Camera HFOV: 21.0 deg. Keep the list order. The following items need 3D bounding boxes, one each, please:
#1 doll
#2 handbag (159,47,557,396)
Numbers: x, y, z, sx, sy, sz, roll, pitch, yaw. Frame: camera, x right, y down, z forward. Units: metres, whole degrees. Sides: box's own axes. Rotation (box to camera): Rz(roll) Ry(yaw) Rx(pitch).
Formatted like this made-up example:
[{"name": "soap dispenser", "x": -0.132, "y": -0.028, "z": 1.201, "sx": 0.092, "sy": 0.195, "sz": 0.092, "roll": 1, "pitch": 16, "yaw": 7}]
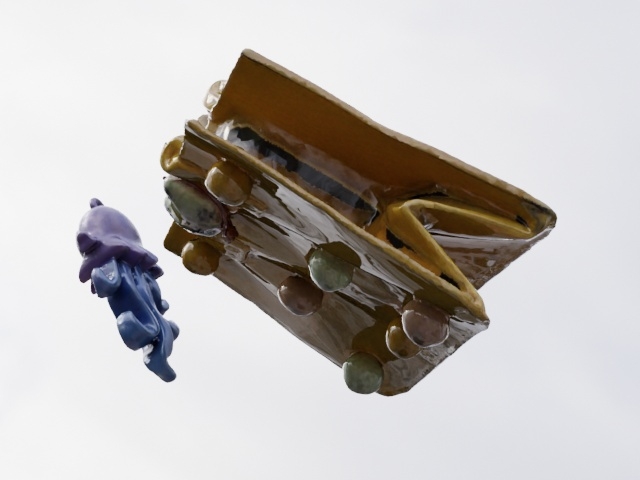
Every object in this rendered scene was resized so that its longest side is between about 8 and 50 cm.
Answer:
[{"name": "doll", "x": -0.175, "y": 0.041, "z": 1.567, "sx": 0.067, "sy": 0.206, "sz": 0.110, "roll": -34, "pitch": -33, "yaw": 14}, {"name": "handbag", "x": 0.000, "y": 0.000, "z": 1.397, "sx": 0.283, "sy": 0.133, "sz": 0.401, "roll": 32, "pitch": -15, "yaw": -1}]
